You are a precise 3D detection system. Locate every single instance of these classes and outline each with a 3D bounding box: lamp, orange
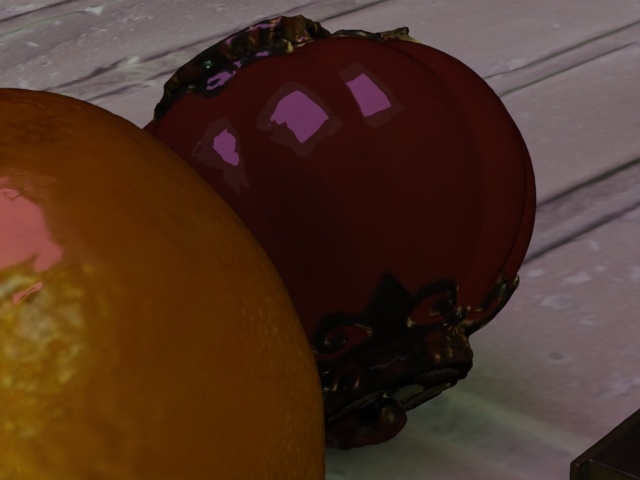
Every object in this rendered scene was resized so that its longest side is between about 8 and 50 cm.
[{"bbox_3d":[0.000,0.000,0.922,0.227,0.227,0.227,-5,23,2],"label":"lamp"},{"bbox_3d":[-0.123,0.073,0.694,0.261,0.261,0.261,-5,23,2],"label":"orange"}]

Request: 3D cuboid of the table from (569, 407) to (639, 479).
[{"bbox_3d":[0.160,0.117,0.775,0.082,0.070,0.083,18,31,37],"label":"table"}]
